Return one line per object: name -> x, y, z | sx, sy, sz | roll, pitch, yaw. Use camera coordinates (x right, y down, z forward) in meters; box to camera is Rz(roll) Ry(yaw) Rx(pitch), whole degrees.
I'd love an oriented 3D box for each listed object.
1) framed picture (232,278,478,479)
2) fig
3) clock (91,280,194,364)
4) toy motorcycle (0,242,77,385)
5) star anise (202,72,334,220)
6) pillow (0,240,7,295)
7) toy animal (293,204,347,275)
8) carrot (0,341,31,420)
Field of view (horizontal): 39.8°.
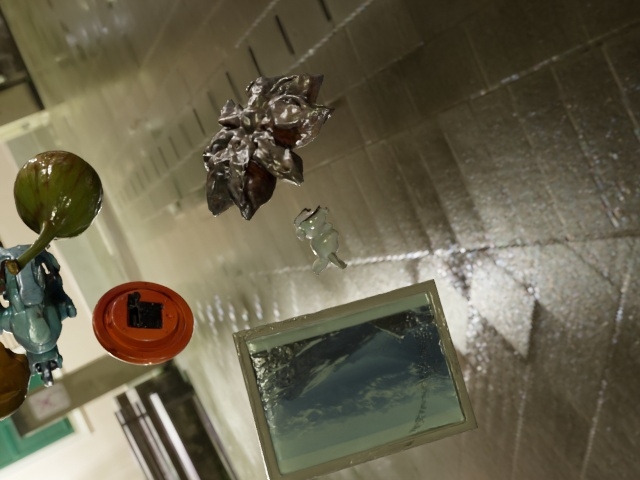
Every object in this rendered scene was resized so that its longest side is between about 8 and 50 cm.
framed picture -> 0.055, 0.218, 1.367 | 0.022, 0.335, 0.247 | 135, 121, -78
fig -> -0.444, -0.049, 1.450 | 0.259, 0.151, 0.151 | -93, -11, -61
clock -> -0.358, 0.163, 1.792 | 0.205, 0.205, 0.051 | 53, 143, 29
toy motorcycle -> -0.522, 0.119, 1.603 | 0.206, 0.154, 0.260 | 102, 149, -46
star anise -> -0.110, -0.185, 1.611 | 0.117, 0.331, 0.332 | 41, 177, -35
pillow -> -0.709, 0.065, 1.759 | 0.126, 0.043, 0.232 | 61, -154, 10
toy animal -> 0.002, -0.004, 1.769 | 0.071, 0.085, 0.124 | -20, 114, 34
carrot -> -0.603, 0.215, 1.261 | 0.241, 0.341, 0.241 | 46, 159, 24
